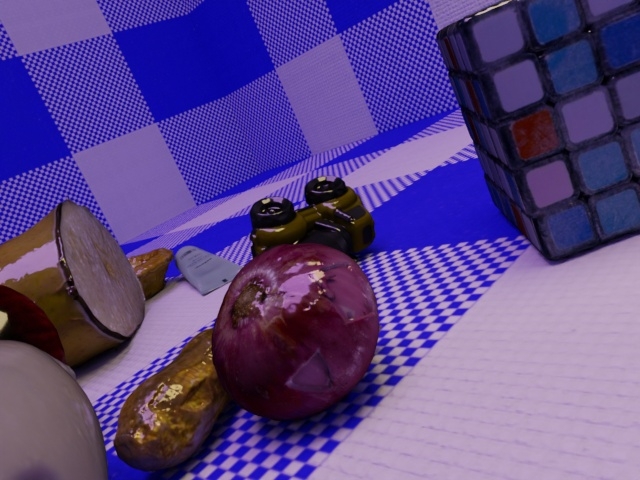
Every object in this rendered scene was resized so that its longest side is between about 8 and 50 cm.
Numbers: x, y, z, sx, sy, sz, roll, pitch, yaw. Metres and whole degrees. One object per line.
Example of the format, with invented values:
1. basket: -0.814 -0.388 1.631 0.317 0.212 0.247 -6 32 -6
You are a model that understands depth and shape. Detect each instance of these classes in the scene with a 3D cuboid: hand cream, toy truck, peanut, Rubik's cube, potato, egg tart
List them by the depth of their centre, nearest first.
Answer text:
1. peanut: -0.137 0.161 0.604 0.087 0.087 0.206 -18 12 25
2. Rubik's cube: 0.331 -0.184 0.707 0.292 0.286 0.293 -21 13 13
3. toy truck: 0.000 0.000 0.938 0.224 0.147 0.165 -28 37 -30
4. potato: -0.531 0.110 1.067 0.296 0.289 0.397 -25 16 -5
5. hand cream: -0.267 0.062 1.322 0.109 0.067 0.321 -28 18 -22
6. egg tart: -0.457 0.097 1.397 0.241 0.105 0.241 -20 14 5

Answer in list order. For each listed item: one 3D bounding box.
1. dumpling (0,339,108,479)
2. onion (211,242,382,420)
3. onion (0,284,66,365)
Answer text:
1. dumpling: -0.318 0.196 0.414 0.316 0.233 0.395 -17 19 -8
2. onion: -0.024 0.089 0.564 0.177 0.153 0.177 -17 31 10
3. onion: -0.435 0.182 0.712 0.273 0.273 0.285 -23 -13 4
